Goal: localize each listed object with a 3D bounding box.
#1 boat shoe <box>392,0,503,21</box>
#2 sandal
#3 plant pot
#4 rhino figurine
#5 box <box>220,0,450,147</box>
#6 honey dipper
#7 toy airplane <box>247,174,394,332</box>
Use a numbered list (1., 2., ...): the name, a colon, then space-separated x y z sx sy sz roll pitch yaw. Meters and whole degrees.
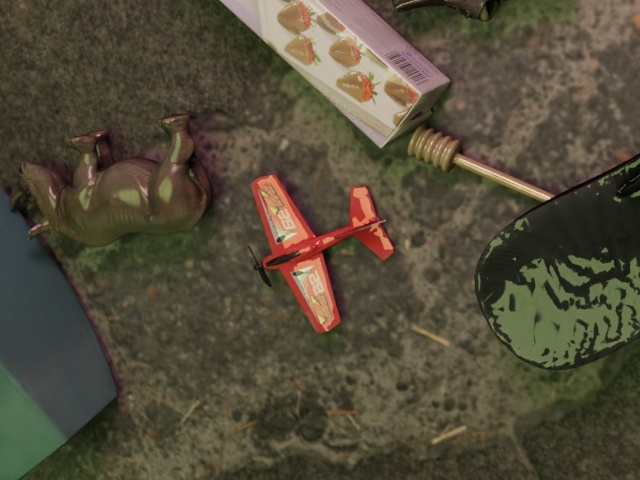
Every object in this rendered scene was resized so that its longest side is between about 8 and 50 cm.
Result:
1. boat shoe: 0.125 -0.196 1.209 0.152 0.056 0.049 -10 95 31
2. sandal: 0.300 -0.032 1.126 0.446 0.107 0.167 -39 89 28
3. plant pot: -0.322 0.106 1.490 0.166 0.165 0.234 -39 92 32
4. rhino figurine: -0.201 -0.048 1.424 0.243 0.073 0.106 -9 98 32
5. box: -0.034 -0.210 1.288 0.324 0.067 0.063 43 120 10
6. honey dipper: 0.147 -0.051 1.256 0.161 0.030 0.030 25 115 19
7. toy airplane: 0.000 0.000 1.353 0.151 0.028 0.151 9 110 25
